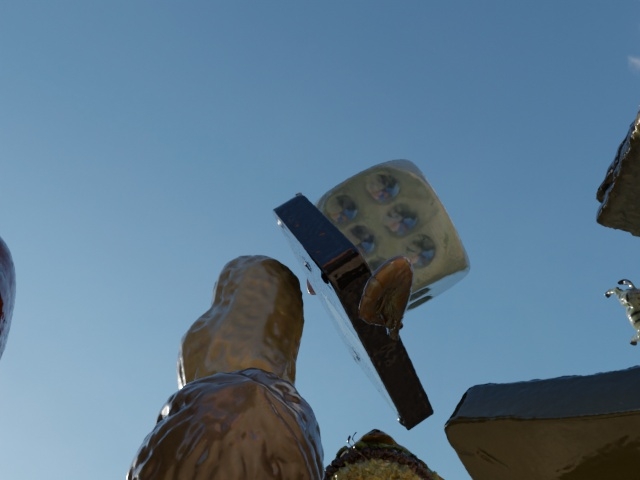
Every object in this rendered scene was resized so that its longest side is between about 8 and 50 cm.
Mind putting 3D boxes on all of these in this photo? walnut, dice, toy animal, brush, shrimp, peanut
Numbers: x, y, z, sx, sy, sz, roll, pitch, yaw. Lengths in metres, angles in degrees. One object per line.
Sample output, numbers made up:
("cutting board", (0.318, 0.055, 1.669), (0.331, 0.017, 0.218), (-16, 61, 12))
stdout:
("walnut", (-0.075, 0.200, 0.553), (0.178, 0.178, 0.230), (6, -59, -17))
("dice", (0.138, 0.010, 1.425), (0.265, 0.268, 0.262), (-28, -15, 3))
("toy animal", (0.741, 0.179, 1.551), (0.073, 0.217, 0.176), (-20, -23, -4))
("brush", (0.207, 0.161, 0.524), (0.197, 0.059, 0.123), (-18, -69, 39))
("shrimp", (0.054, 0.056, 0.588), (0.059, 0.023, 0.108), (-30, -38, -29))
("peanut", (-0.093, 0.128, 0.854), (0.152, 0.313, 0.152), (4, -51, 5))

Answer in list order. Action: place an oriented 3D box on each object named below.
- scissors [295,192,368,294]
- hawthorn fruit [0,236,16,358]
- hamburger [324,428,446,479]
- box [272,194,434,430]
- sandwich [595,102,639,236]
("scissors", (0.000, 0.000, 1.176), (0.110, 0.212, 0.021), (-24, -23, -4))
("hawthorn fruit", (-0.348, 0.067, 0.514), (0.235, 0.231, 0.263), (-2, -66, 10))
("hamburger", (0.099, 0.466, 1.214), (0.262, 0.138, 0.243), (38, -74, -4))
("box", (0.049, 0.107, 0.983), (0.058, 0.211, 0.350), (-34, -54, -8))
("sandwich", (0.547, -0.068, 0.883), (0.325, 0.131, 0.262), (25, -29, 19))
